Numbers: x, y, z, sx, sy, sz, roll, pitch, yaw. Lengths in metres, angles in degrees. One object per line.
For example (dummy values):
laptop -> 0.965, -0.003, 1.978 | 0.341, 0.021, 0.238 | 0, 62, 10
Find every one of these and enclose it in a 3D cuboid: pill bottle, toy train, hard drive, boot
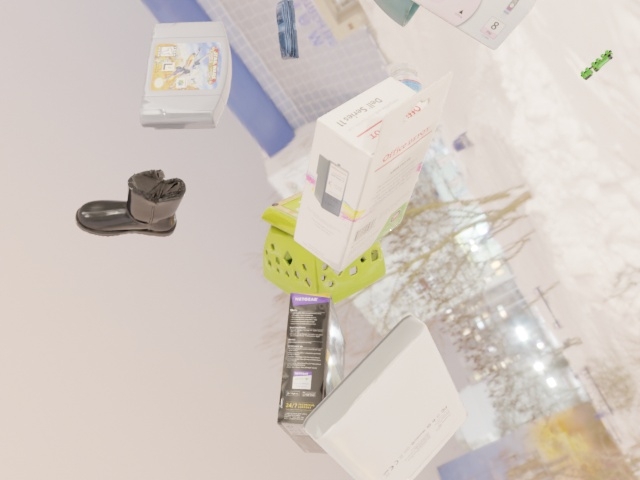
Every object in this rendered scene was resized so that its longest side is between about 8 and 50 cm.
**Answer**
pill bottle -> 0.206, -0.346, 1.596 | 0.087, 0.087, 0.160 | 35, -127, -63
toy train -> 0.621, -0.393, 1.470 | 0.017, 0.083, 0.024 | 9, -128, -38
hard drive -> 0.125, 0.296, 1.085 | 0.047, 0.233, 0.353 | 36, 165, 39
boot -> -0.447, -0.092, 1.535 | 0.207, 0.246, 0.094 | 119, 153, -57

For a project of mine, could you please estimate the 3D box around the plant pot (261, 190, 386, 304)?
plant pot -> 0.000, 0.000, 1.559 | 0.228, 0.227, 0.207 | 26, 132, 45

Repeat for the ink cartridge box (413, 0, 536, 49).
ink cartridge box -> 0.268, -0.432, 0.999 | 0.189, 0.232, 0.066 | 24, -135, -20

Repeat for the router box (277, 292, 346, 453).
router box -> -0.008, 0.270, 1.287 | 0.309, 0.081, 0.243 | 74, -161, -61

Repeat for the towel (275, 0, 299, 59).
towel -> -0.073, -0.443, 1.385 | 0.067, 0.029, 0.119 | -155, 56, -65

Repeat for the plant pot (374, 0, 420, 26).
plant pot -> 0.185, -0.672, 1.511 | 0.195, 0.290, 0.290 | 31, -166, 1

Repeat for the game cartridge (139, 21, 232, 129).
game cartridge -> -0.310, -0.396, 1.545 | 0.062, 0.198, 0.297 | 75, -167, -63

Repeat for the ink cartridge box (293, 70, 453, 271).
ink cartridge box -> 0.082, -0.136, 1.122 | 0.119, 0.207, 0.353 | 37, 140, 20
